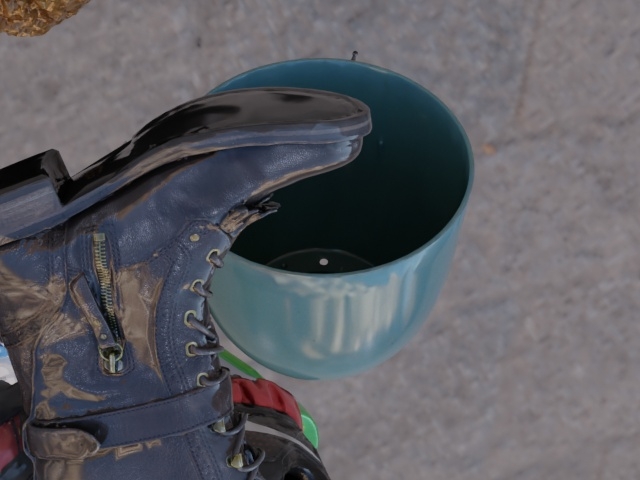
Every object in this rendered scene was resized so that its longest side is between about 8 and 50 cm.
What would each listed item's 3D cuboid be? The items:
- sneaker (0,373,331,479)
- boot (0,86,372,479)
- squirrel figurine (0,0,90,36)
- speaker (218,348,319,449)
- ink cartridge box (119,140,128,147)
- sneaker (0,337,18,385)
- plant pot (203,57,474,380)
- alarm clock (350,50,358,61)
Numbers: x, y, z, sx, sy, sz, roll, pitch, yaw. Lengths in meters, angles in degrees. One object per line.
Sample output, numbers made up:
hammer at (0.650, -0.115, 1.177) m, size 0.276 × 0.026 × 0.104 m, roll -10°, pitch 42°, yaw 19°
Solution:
sneaker at (-0.096, 0.146, 0.972) m, size 0.276 × 0.135 × 0.098 m, roll 9°, pitch 119°, yaw -44°
boot at (-0.071, 0.049, 0.863) m, size 0.263 × 0.091 × 0.229 m, roll -16°, pitch 107°, yaw 9°
squirrel figurine at (-0.361, -0.375, 1.427) m, size 0.370 × 0.397 × 0.281 m, roll 21°, pitch 146°, yaw -34°
speaker at (-0.136, 0.190, 1.860) m, size 0.131 × 0.296 × 0.131 m, roll -20°, pitch 123°, yaw -34°
ink cartridge box at (-0.219, -0.080, 2.074) m, size 0.115 × 0.063 × 0.029 m, roll 32°, pitch 115°, yaw -28°
sneaker at (-0.345, 0.115, 1.438) m, size 0.190 × 0.071 × 0.083 m, roll -2°, pitch 131°, yaw 28°
plant pot at (0.000, 0.000, 1.570) m, size 0.293 × 0.293 × 0.235 m, roll -16°, pitch 141°, yaw -14°
alarm clock at (0.009, -0.154, 2.112) m, size 0.064 × 0.192 × 0.129 m, roll 15°, pitch 153°, yaw 7°
